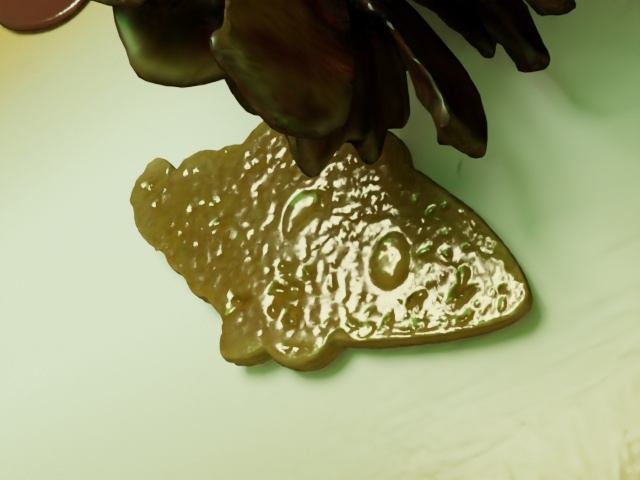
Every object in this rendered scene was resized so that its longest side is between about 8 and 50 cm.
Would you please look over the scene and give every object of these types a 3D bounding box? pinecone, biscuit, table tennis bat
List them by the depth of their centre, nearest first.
[{"bbox_3d":[0.044,-0.236,0.460,0.384,0.384,0.384,-8,69,21],"label":"pinecone"},{"bbox_3d":[0.000,0.000,0.592,0.250,0.035,0.162,18,85,28],"label":"biscuit"},{"bbox_3d":[-0.223,-0.191,0.766,0.154,0.019,0.098,-6,70,19],"label":"table tennis bat"}]
